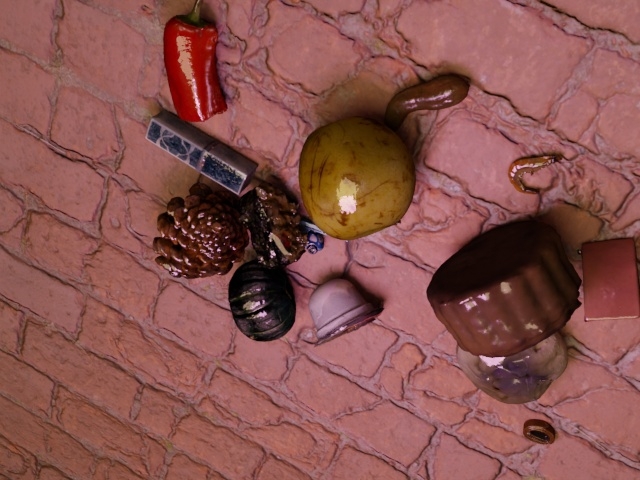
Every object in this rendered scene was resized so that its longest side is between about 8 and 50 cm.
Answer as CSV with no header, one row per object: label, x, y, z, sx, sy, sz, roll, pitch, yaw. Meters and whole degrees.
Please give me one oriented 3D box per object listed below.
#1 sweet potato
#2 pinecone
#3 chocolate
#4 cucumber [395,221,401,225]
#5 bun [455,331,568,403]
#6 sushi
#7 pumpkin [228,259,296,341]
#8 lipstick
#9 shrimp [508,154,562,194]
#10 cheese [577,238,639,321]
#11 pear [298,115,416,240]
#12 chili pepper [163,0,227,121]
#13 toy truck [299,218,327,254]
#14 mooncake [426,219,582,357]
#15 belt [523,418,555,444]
sweet potato,0.217,-0.304,1.635,0.233,0.062,0.081,-21,110,33
pinecone,-0.312,-0.011,1.913,0.244,0.244,0.309,51,140,-11
chocolate,0.051,0.171,1.914,0.221,0.221,0.147,-27,80,31
cucumber,0.110,-0.059,1.820,0.181,0.053,0.053,6,120,16
bun,0.457,0.289,1.808,0.273,0.168,0.273,8,126,11
sushi,-0.107,-0.040,1.842,0.115,0.147,0.212,-24,85,34
pumpkin,-0.153,0.157,1.947,0.161,0.220,0.220,-12,114,5
lipstick,-0.304,-0.224,1.876,0.289,0.076,0.077,32,126,6
shrimp,0.478,-0.148,1.636,0.127,0.025,0.091,-22,108,35
cheese,0.636,0.126,1.634,0.128,0.177,0.203,-5,115,24
pear,0.078,-0.140,1.665,0.283,0.283,0.284,10,121,17
chili pepper,-0.302,-0.451,1.714,0.131,0.134,0.338,16,125,29
toy truck,0.000,0.000,1.893,0.136,0.063,0.074,20,104,6
mooncake,0.405,0.109,1.634,0.324,0.324,0.187,-26,107,31
belt,0.577,0.504,1.956,0.083,0.036,0.059,19,122,10
